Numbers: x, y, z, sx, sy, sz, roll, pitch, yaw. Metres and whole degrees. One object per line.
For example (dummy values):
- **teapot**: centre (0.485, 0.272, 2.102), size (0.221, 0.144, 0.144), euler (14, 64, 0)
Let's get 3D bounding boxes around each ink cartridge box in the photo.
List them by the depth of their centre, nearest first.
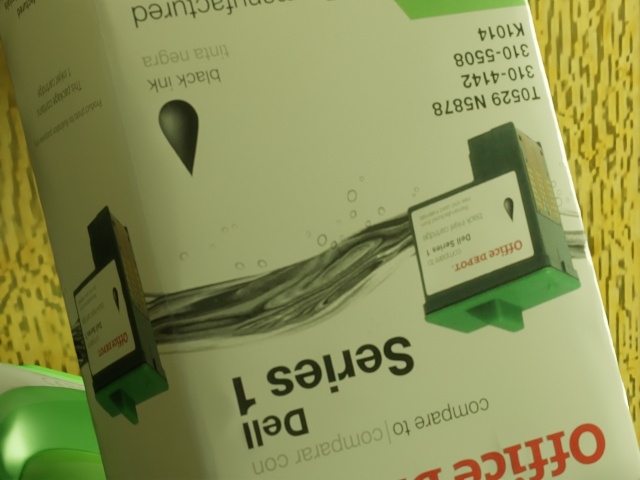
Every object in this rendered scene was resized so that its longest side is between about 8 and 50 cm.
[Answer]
- **ink cartridge box**: centre (0.000, 0.000, 0.550), size (0.160, 0.092, 0.219), euler (-13, 87, -28)

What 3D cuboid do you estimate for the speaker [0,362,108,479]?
- **speaker**: centre (-0.069, 0.125, 0.627), size (0.296, 0.131, 0.131), euler (21, 104, -40)
